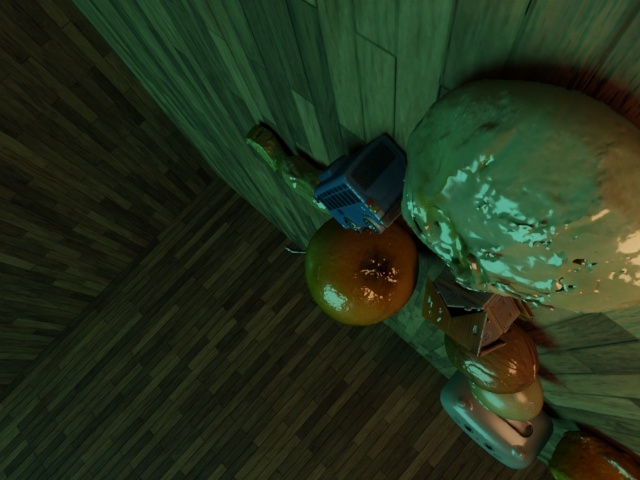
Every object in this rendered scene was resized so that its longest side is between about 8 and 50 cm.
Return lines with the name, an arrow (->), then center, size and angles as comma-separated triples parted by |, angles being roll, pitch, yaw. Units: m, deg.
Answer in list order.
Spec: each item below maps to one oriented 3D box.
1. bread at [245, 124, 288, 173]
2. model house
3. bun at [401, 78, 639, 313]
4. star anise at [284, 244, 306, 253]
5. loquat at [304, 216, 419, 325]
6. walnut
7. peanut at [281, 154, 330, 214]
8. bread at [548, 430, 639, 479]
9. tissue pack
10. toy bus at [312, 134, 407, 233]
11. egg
bread -> -0.140, -0.255, 1.178 | 0.156, 0.064, 0.117 | 47, 176, -36
model house -> 0.267, 0.115, 0.826 | 0.207, 0.136, 0.219 | 48, 171, -37
bun -> 0.190, -0.022, 0.425 | 0.287, 0.146, 0.287 | 41, 170, 8
star anise -> 0.000, 0.000, 1.348 | 0.148, 0.227, 0.218 | 41, -173, -46
loquat -> 0.093, 0.060, 0.950 | 0.263, 0.263, 0.263 | 42, 173, 7
walnut -> 0.362, 0.232, 0.895 | 0.207, 0.167, 0.167 | 42, 174, 47
peanut -> -0.022, -0.145, 1.064 | 0.214, 0.090, 0.098 | 38, -177, 29
bread -> 0.768, 0.657, 1.106 | 0.312, 0.172, 0.312 | 45, 174, 6
tissue pack -> 0.572, 0.562, 1.377 | 0.333, 0.229, 0.236 | 40, 173, 19
toy bus -> 0.075, -0.094, 0.752 | 0.133, 0.116, 0.234 | 44, 171, -10
egg -> 0.469, 0.365, 1.075 | 0.201, 0.164, 0.164 | 46, 177, 44
